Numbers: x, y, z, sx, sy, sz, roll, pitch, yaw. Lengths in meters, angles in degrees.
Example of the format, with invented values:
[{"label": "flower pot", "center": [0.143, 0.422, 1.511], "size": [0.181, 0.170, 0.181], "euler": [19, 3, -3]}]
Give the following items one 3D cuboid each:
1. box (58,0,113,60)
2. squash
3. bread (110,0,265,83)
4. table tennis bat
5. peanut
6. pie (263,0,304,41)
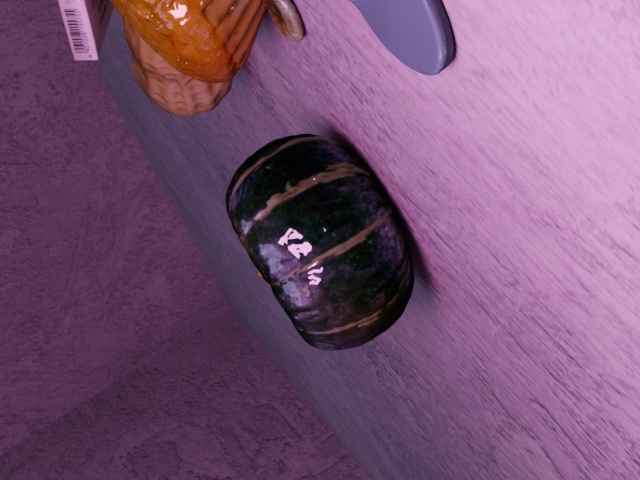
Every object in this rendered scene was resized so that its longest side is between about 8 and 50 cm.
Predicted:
[{"label": "box", "center": [-0.275, -0.337, 1.976], "size": [0.245, 0.035, 0.139], "euler": [80, -166, -47]}, {"label": "squash", "center": [0.000, 0.000, 1.976], "size": [0.252, 0.165, 0.252], "euler": [58, 174, 10]}, {"label": "bread", "center": [-0.152, -0.278, 1.908], "size": [0.240, 0.139, 0.240], "euler": [52, 174, 7]}, {"label": "table tennis bat", "center": [0.037, -0.207, 1.435], "size": [0.153, 0.040, 0.244], "euler": [62, 167, -22]}, {"label": "peanut", "center": [-0.179, -0.261, 2.165], "size": [0.147, 0.147, 0.305], "euler": [54, 172, 22]}, {"label": "pie", "center": [-0.041, -0.241, 1.834], "size": [0.085, 0.017, 0.085], "euler": [56, 172, 12]}]
